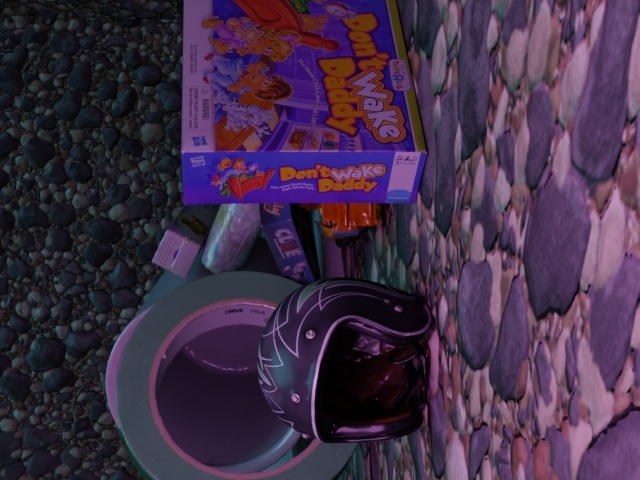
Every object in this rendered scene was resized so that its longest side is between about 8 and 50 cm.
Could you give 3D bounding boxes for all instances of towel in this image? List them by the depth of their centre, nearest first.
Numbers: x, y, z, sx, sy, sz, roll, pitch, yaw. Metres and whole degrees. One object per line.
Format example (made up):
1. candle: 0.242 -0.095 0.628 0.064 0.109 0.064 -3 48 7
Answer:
1. towel: -0.093 -0.130 1.668 0.374 0.090 0.320 -85 17 -76

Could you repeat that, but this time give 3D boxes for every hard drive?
1. hard drive: 0.000 0.000 1.594 0.203 0.040 0.307 98 169 -51

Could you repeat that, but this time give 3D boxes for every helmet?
1. helmet: 0.019 0.114 0.939 0.169 0.161 0.169 180 90 -83

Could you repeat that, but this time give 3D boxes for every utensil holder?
1. utensil holder: -0.170 0.182 1.700 0.385 0.327 0.328 -86 -2 -74

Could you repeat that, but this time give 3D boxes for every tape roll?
1. tape roll: -0.099 0.198 1.253 0.077 0.321 0.321 102 166 -63

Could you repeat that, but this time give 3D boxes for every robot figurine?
1. robot figurine: 0.022 -0.093 1.223 0.291 0.085 0.211 -164 73 -83

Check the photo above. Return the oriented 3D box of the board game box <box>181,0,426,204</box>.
1. board game box: -0.030 -0.193 1.040 0.078 0.233 0.347 98 169 -51

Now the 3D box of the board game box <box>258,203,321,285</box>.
1. board game box: -0.043 -0.024 1.342 0.243 0.042 0.165 71 -172 -57

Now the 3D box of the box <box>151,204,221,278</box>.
1. box: -0.226 -0.017 1.691 0.067 0.063 0.324 -61 6 12

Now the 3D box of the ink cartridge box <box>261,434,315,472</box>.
1. ink cartridge box: -0.078 0.538 1.757 0.261 0.066 0.296 -59 20 24
